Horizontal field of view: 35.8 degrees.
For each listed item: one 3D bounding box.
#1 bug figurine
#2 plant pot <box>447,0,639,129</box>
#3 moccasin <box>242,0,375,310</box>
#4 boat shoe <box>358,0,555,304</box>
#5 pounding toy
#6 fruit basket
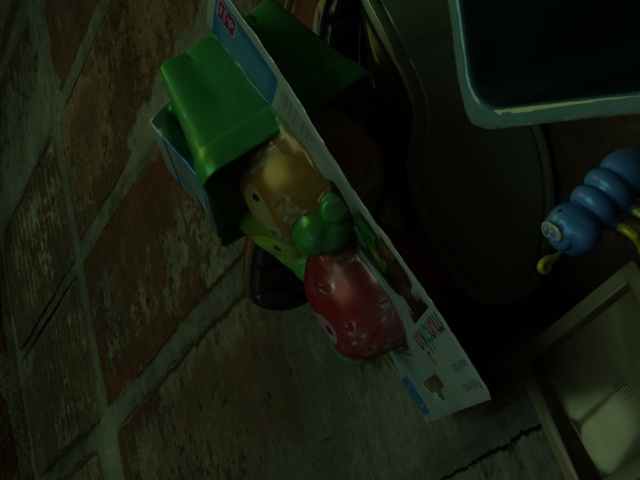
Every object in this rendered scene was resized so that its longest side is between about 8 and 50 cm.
[{"bbox_3d":[0.257,-0.037,0.562,0.216,0.072,0.279,-46,29,-11],"label":"bug figurine"},{"bbox_3d":[0.231,-0.206,0.514,0.248,0.252,0.247,4,106,58],"label":"plant pot"},{"bbox_3d":[-0.019,-0.108,1.059,0.147,0.139,0.380,-140,53,-59],"label":"moccasin"},{"bbox_3d":[0.106,-0.104,0.879,0.113,0.127,0.340,119,128,-80],"label":"boat shoe"},{"bbox_3d":[0.243,0.060,0.686,0.206,0.094,0.181,-48,46,36],"label":"pounding toy"},{"bbox_3d":[0.000,0.000,0.820,0.353,0.165,0.327,62,172,10],"label":"fruit basket"}]
